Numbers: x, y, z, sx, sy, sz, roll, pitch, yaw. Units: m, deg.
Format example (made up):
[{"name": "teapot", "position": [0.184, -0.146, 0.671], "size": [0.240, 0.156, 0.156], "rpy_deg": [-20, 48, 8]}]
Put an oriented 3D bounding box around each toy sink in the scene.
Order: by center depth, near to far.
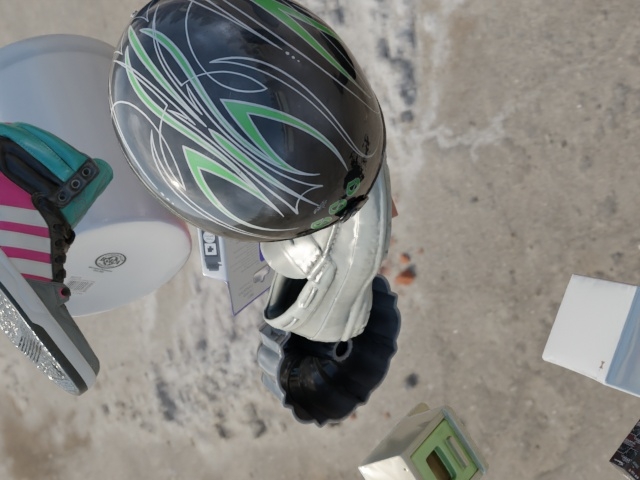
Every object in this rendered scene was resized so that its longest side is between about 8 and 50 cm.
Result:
[{"name": "toy sink", "position": [0.212, 0.410, 1.866], "size": [0.131, 0.234, 0.153], "rpy_deg": [-29, 94, 44]}]

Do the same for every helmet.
[{"name": "helmet", "position": [-0.050, -0.081, 0.627], "size": [0.169, 0.161, 0.169], "rpy_deg": [-8, 75, 32]}]

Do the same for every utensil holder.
[{"name": "utensil holder", "position": [-0.423, -0.108, 1.718], "size": [0.385, 0.327, 0.327], "rpy_deg": [64, 144, 25]}]

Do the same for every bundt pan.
[{"name": "bundt pan", "position": [0.003, 0.194, 1.958], "size": [0.124, 0.331, 0.331], "rpy_deg": [22, 121, 43]}]

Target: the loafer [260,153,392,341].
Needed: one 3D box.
[{"name": "loafer", "position": [0.000, 0.000, 0.927], "size": [0.319, 0.111, 0.112], "rpy_deg": [98, 168, -52]}]

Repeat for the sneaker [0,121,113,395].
[{"name": "sneaker", "position": [-0.276, -0.003, 1.025], "size": [0.295, 0.178, 0.124], "rpy_deg": [57, 151, -9]}]

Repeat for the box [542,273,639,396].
[{"name": "box", "position": [0.317, 0.104, 0.911], "size": [0.130, 0.170, 0.091], "rpy_deg": [-164, 94, -78]}]

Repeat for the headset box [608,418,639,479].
[{"name": "headset box", "position": [0.389, 0.248, 1.165], "size": [0.062, 0.083, 0.032], "rpy_deg": [43, 172, -22]}]

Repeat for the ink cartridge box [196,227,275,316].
[{"name": "ink cartridge box", "position": [-0.104, -0.027, 1.347], "size": [0.045, 0.206, 0.208], "rpy_deg": [-1, 105, 21]}]

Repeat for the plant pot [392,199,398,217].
[{"name": "plant pot", "position": [-0.051, -0.114, 1.669], "size": [0.267, 0.267, 0.236], "rpy_deg": [-13, 93, 20]}]
